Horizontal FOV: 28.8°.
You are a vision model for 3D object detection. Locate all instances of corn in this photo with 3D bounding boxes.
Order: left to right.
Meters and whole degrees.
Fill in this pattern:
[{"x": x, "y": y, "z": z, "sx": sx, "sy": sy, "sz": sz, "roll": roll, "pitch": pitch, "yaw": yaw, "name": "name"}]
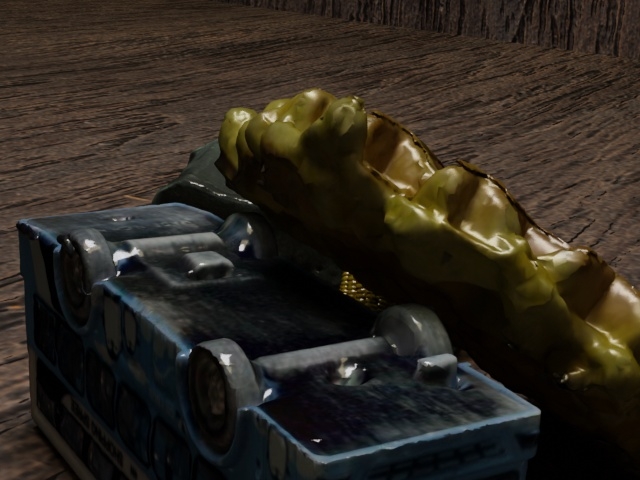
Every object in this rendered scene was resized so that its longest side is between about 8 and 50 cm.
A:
[{"x": 0.027, "y": 0.035, "z": 0.736, "sx": 0.037, "sy": 0.092, "sz": 0.037, "roll": 9, "pitch": -14, "yaw": 2, "name": "corn"}]

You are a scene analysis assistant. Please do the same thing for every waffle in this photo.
[{"x": 0.078, "y": 0.026, "z": 0.586, "sx": 0.301, "sy": 0.058, "sz": 0.281, "roll": 37, "pitch": -4, "yaw": -28, "name": "waffle"}]

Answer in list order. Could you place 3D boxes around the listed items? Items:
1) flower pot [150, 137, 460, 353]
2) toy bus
[{"x": 0.000, "y": 0.000, "z": 0.824, "sx": 0.229, "sy": 0.103, "sz": 0.108, "roll": 8, "pitch": 17, "yaw": 9, "name": "flower pot"}, {"x": -0.040, "y": 0.069, "z": 0.529, "sx": 0.106, "sy": 0.131, "sz": 0.297, "roll": -7, "pitch": 21, "yaw": -29, "name": "toy bus"}]
